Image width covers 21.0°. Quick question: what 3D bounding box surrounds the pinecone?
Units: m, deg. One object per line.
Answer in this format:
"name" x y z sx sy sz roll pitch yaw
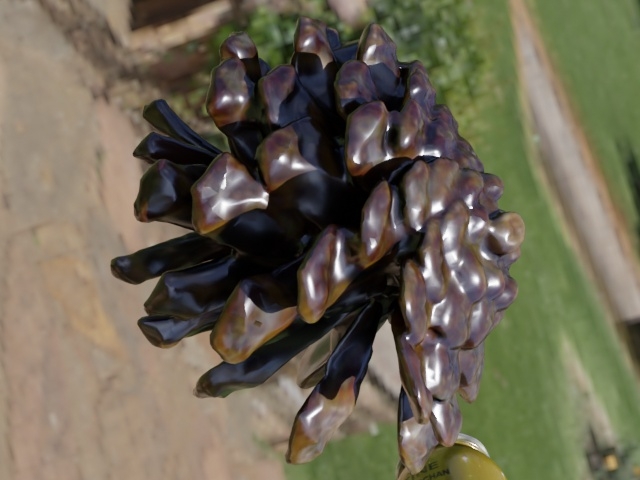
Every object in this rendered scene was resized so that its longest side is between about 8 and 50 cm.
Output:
"pinecone" -0.003 0.000 0.868 0.202 0.201 0.229 104 -8 -57

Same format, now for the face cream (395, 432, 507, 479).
"face cream" 0.122 0.271 1.379 0.348 0.105 0.105 -101 166 -56
